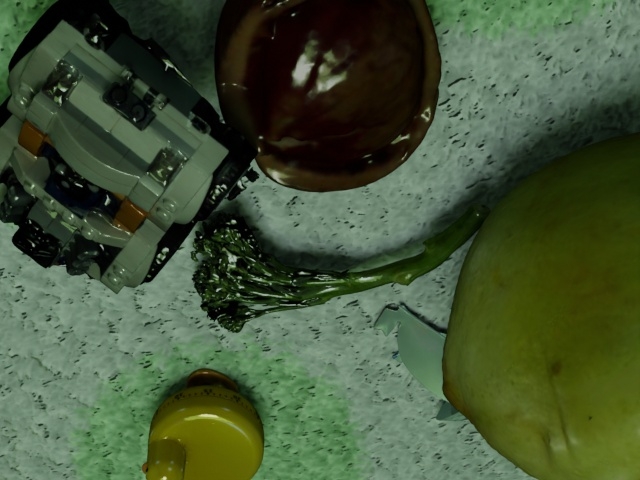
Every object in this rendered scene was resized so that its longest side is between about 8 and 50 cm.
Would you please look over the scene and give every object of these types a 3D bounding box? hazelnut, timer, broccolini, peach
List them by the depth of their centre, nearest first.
[{"bbox_3d":[0.010,-0.133,1.340,0.170,0.160,0.201,-24,115,15],"label":"hazelnut"},{"bbox_3d":[0.262,0.056,1.397,0.316,0.314,0.281,-19,90,41],"label":"peach"},{"bbox_3d":[0.008,-0.002,1.489,0.271,0.062,0.123,-17,138,18],"label":"broccolini"},{"bbox_3d":[-0.104,0.185,1.586,0.107,0.109,0.107,0,125,-1],"label":"timer"}]

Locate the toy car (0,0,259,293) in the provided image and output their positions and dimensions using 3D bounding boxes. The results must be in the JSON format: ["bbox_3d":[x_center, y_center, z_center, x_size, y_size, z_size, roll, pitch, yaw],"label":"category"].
[{"bbox_3d":[-0.169,-0.054,1.357,0.193,0.118,0.301,39,149,-5],"label":"toy car"}]

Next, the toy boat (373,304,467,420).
[{"bbox_3d":[0.112,0.118,1.587,0.149,0.034,0.105,13,121,-10],"label":"toy boat"}]
